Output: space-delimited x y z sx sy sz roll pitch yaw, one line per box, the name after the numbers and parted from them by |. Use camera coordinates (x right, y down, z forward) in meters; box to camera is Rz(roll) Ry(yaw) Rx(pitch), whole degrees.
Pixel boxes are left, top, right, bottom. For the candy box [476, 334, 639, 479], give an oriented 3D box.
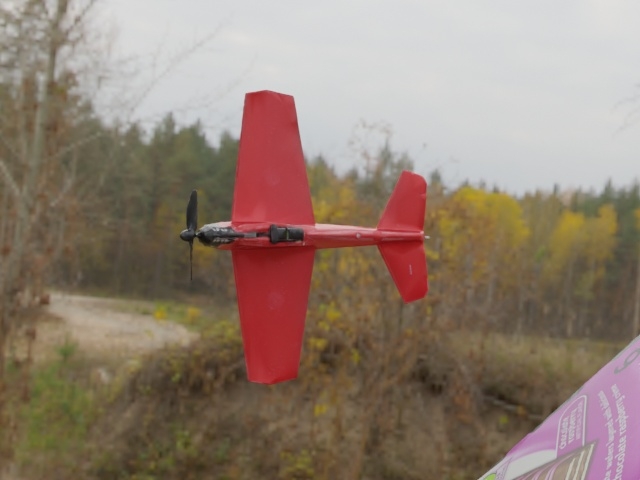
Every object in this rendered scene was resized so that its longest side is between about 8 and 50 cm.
0.100 0.160 0.514 0.071 0.233 0.159 40 22 -3 | candy box

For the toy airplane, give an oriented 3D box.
0.000 0.000 0.568 0.151 0.151 0.028 5 -5 -29 | toy airplane
